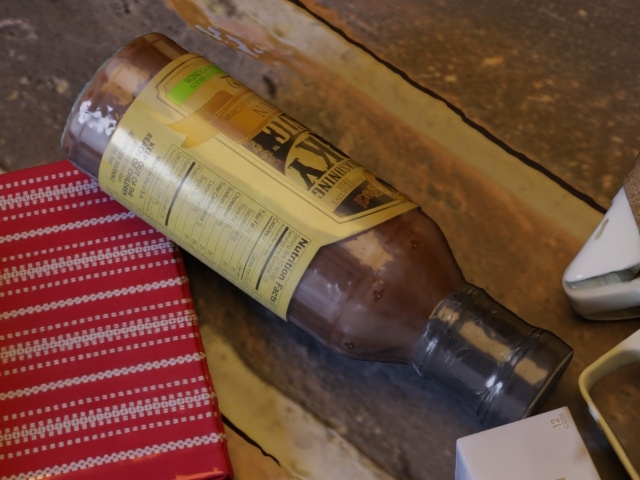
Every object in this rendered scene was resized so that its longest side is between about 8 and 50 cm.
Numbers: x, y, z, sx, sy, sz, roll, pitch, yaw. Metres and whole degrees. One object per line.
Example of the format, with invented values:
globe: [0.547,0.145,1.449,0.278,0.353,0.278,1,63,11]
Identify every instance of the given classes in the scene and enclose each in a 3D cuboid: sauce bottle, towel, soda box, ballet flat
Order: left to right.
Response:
towel: [-0.176,0.067,1.207,0.199,0.031,0.275,-12,55,-6]
sauce bottle: [0.000,0.000,1.191,0.344,0.111,0.111,35,63,11]
soda box: [0.146,0.207,1.075,0.074,0.069,0.216,-16,57,-9]
ballet flat: [0.217,0.059,1.167,0.124,0.116,0.342,-15,58,15]
